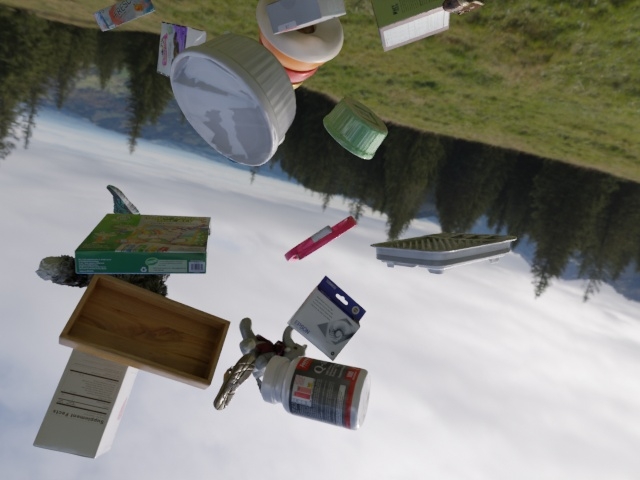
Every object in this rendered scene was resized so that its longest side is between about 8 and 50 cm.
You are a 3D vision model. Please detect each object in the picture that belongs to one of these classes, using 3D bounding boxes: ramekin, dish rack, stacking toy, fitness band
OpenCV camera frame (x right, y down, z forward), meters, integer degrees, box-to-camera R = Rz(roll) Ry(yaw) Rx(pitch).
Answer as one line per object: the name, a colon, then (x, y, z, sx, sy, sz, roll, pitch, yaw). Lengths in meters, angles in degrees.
ramekin: (-0.174, -0.305, 0.911, 0.272, 0.127, 0.273, 28, 152, 17)
dish rack: (0.334, 0.032, 1.178, 0.332, 0.073, 0.285, -7, -173, -33)
stacking toy: (-0.143, -0.757, 1.797, 0.350, 0.351, 0.480, 11, 156, -18)
fitness band: (0.000, 0.000, 1.550, 0.054, 0.290, 0.209, 59, -166, 2)
ramekin: (0.176, -0.546, 2.042, 0.303, 0.148, 0.304, 29, -149, -19)

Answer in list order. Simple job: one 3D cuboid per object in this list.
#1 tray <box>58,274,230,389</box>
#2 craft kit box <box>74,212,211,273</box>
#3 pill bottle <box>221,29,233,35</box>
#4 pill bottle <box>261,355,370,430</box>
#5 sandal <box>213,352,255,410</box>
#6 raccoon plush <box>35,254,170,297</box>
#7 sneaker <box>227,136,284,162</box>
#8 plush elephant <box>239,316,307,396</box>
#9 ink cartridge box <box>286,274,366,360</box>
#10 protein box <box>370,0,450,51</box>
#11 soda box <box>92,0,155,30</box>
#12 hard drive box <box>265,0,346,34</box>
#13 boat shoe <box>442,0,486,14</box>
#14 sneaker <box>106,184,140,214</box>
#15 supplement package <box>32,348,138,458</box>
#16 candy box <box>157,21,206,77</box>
tray: (-0.486, 0.264, 1.228, 0.410, 0.203, 0.076, 26, 141, -18)
craft kit box: (-0.375, 0.002, 0.955, 0.249, 0.061, 0.247, 1, -163, -14)
pill bottle: (-0.214, -0.522, 1.248, 0.180, 0.108, 0.108, 27, 179, -39)
pill bottle: (-0.015, 0.536, 1.538, 0.362, 0.211, 0.210, 6, -174, 18)
sandal: (-0.259, 0.405, 1.247, 0.049, 0.180, 0.072, 16, 151, 39)
raccoon plush: (-0.650, 0.233, 1.354, 0.445, 0.216, 0.299, 6, -135, -36)
sneaker: (-0.233, -0.341, 1.549, 0.228, 0.088, 0.092, -20, -174, 8)
plush elephant: (-0.178, 0.473, 1.800, 0.255, 0.331, 0.272, -20, -171, -7)
ink cartridge box: (0.032, 0.279, 1.536, 0.223, 0.224, 0.045, 41, 170, -12)
protein box: (0.251, -0.703, 1.242, 0.200, 0.200, 0.136, -15, 172, 13)
soda box: (-0.640, -0.748, 1.396, 0.062, 0.058, 0.183, 16, -131, 41)
hard drive box: (-0.043, -0.763, 1.412, 0.180, 0.089, 0.232, -3, -153, 28)
boat shoe: (0.351, -0.591, 1.044, 0.060, 0.064, 0.178, -20, -170, 45)
sneaker: (-0.778, -0.138, 1.655, 0.167, 0.076, 0.065, 57, 168, -28)
supplement package: (-0.694, 0.480, 1.305, 0.175, 0.293, 0.177, 16, 159, -7)
candy box: (-0.457, -0.612, 1.396, 0.070, 0.165, 0.196, -6, -151, -42)
